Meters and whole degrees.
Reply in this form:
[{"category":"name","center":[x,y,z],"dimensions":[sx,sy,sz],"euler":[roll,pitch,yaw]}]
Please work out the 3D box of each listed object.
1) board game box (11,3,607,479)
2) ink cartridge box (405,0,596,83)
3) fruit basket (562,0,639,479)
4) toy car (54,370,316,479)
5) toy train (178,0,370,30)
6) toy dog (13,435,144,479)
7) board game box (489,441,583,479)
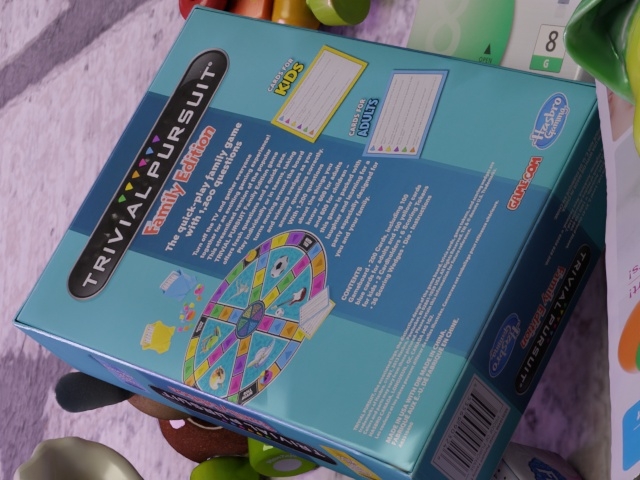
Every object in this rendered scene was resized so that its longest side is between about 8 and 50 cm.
[{"category":"board game box","center":[0.000,0.000,1.161],"dimensions":[0.336,0.079,0.253],"euler":[17,72,39]},{"category":"ink cartridge box","center":[0.148,-0.197,1.195],"dimensions":[0.181,0.056,0.224],"euler":[16,93,56]},{"category":"fruit basket","center":[0.231,-0.097,0.849],"dimensions":[0.327,0.165,0.353],"euler":[-44,16,33]},{"category":"toy car","center":[-0.109,0.093,1.329],"dimensions":[0.149,0.188,0.155],"euler":[-39,47,41]},{"category":"toy train","center":[-0.024,-0.170,1.401],"dimensions":[0.143,0.105,0.248],"euler":[-3,75,41]},{"category":"toy dog","center":[-0.222,0.398,1.294],"dimensions":[0.395,0.284,0.408],"euler":[41,130,24]},{"category":"board game box","center":[0.114,0.329,1.027],"dimensions":[0.318,0.066,0.318],"euler":[-62,36,18]}]
